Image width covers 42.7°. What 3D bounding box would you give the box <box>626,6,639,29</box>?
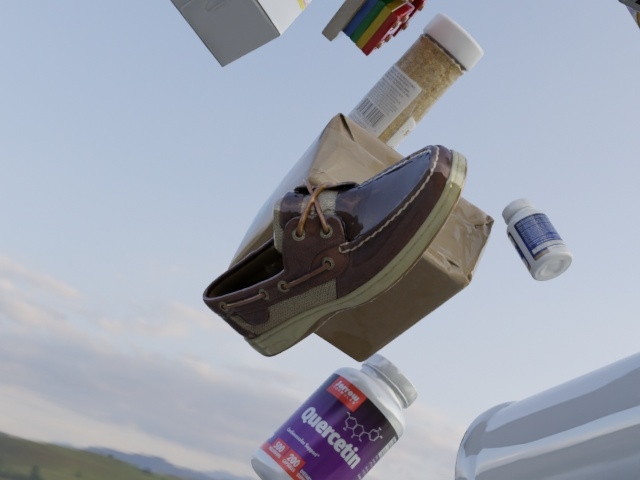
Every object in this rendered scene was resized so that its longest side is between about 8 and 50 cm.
[{"bbox_3d":[0.515,-0.334,1.226,0.063,0.323,0.067,-8,-21,-43],"label":"box"}]

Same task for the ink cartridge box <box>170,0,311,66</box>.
[{"bbox_3d":[-0.147,-0.547,1.755,0.198,0.270,0.197,-15,-59,43],"label":"ink cartridge box"}]

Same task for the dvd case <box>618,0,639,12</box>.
[{"bbox_3d":[0.454,-0.277,0.852,0.239,0.029,0.179,13,-36,-29],"label":"dvd case"}]

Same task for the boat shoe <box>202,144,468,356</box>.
[{"bbox_3d":[0.000,0.000,0.853,0.123,0.123,0.342,37,-51,-19],"label":"boat shoe"}]

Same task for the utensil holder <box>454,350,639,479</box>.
[{"bbox_3d":[0.431,0.325,1.109,0.328,0.327,0.385,25,-39,-23],"label":"utensil holder"}]

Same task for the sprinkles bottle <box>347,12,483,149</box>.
[{"bbox_3d":[0.154,-0.272,1.598,0.121,0.355,0.121,41,11,-10],"label":"sprinkles bottle"}]

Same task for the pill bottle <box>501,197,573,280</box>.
[{"bbox_3d":[0.319,-0.004,1.221,0.067,0.120,0.067,-14,-37,-11],"label":"pill bottle"}]

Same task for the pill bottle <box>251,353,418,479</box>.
[{"bbox_3d":[0.034,0.370,1.568,0.181,0.323,0.181,41,-17,16],"label":"pill bottle"}]

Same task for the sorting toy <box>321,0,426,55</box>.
[{"bbox_3d":[0.152,-0.446,1.404,0.089,0.257,0.255,44,-55,0],"label":"sorting toy"}]

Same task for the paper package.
[{"bbox_3d":[0.054,0.007,1.338,0.310,0.168,0.325,34,-41,-8],"label":"paper package"}]
